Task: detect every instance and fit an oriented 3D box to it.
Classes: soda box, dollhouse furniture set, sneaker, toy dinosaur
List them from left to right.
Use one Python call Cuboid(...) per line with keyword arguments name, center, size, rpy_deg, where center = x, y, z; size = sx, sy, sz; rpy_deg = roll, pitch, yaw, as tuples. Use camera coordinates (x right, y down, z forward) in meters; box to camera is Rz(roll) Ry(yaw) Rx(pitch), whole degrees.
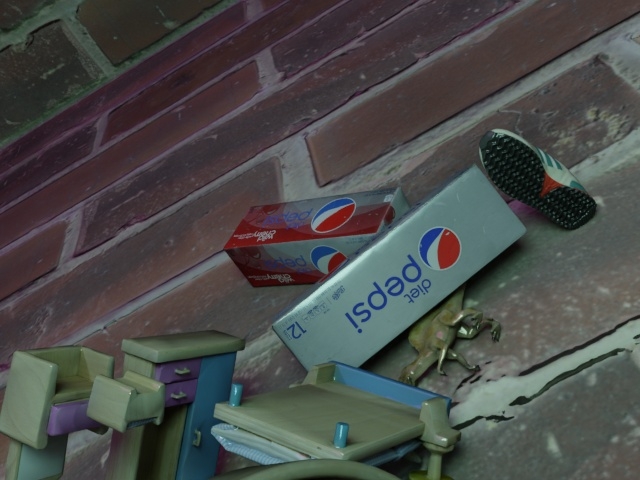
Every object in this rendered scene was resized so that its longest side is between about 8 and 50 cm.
Cuboid(name="dollhouse furniture set", center=(-0.068, 0.216, 0.655), size=(0.303, 0.286, 0.198), rpy_deg=(12, 94, 31))
Cuboid(name="soda box", center=(0.000, 0.000, 1.014), size=(0.263, 0.083, 0.092), rpy_deg=(-6, 42, 38))
Cuboid(name="soda box", center=(0.084, 0.041, 0.847), size=(0.286, 0.098, 0.091), rpy_deg=(-39, 2, -4))
Cuboid(name="toy dinosaur", center=(0.139, 0.089, 0.804), size=(0.092, 0.053, 0.183), rpy_deg=(0, 47, 44))
Cuboid(name="sneaker", center=(0.235, -0.077, 0.846), size=(0.057, 0.161, 0.075), rpy_deg=(-52, 20, 21))

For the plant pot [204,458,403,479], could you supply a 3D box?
Cuboid(name="plant pot", center=(-0.077, 0.315, 0.512), size=(0.280, 0.323, 0.323), rpy_deg=(-19, 33, 50))
